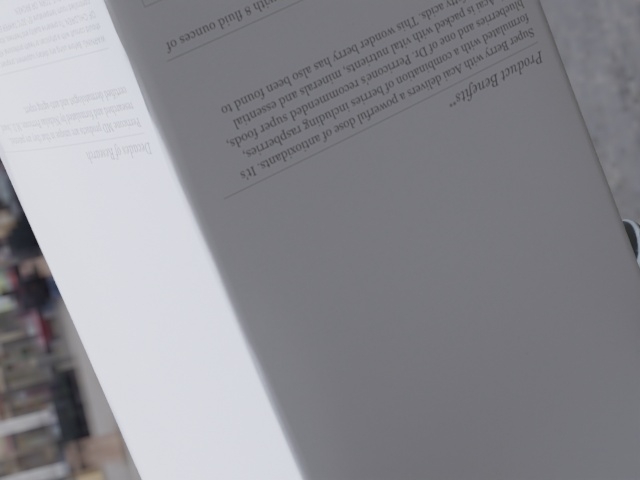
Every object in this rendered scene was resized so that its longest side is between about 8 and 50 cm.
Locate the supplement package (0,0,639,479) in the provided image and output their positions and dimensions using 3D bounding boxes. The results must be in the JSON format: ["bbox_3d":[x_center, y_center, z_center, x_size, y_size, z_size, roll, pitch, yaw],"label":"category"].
[{"bbox_3d":[0.000,0.000,0.792,0.175,0.177,0.293,-2,113,61],"label":"supplement package"}]

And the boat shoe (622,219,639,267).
[{"bbox_3d":[0.130,0.066,1.230,0.119,0.335,0.121,46,131,-6],"label":"boat shoe"}]
